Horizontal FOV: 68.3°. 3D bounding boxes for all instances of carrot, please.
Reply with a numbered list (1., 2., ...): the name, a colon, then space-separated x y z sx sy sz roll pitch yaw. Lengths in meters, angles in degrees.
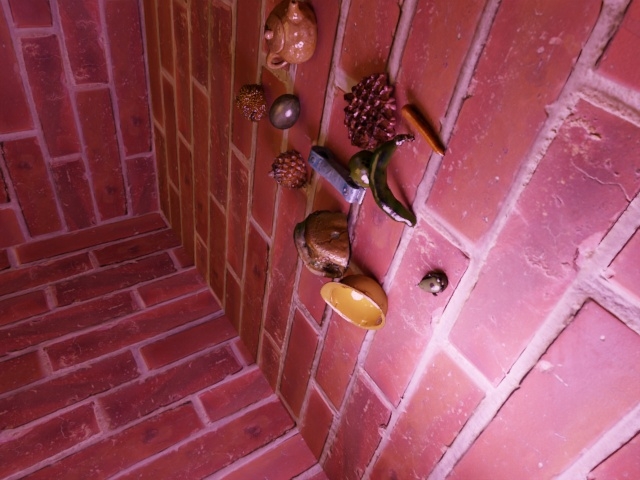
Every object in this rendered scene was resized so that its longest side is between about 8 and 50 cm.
1. carrot: 0.285 -0.304 1.302 0.190 0.037 0.037 58 147 20

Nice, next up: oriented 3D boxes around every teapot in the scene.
1. teapot: -0.124 -0.703 1.619 0.203 0.167 0.311 65 149 11

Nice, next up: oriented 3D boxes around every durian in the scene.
1. durian: -0.291 -0.582 1.995 0.158 0.137 0.168 81 165 -57

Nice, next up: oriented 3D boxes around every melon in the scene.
1. melon: -0.137 -0.489 1.810 0.114 0.114 0.167 63 146 14

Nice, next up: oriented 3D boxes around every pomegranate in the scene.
1. pomegranate: 0.157 -0.237 1.481 0.161 0.122 0.122 -38 71 30

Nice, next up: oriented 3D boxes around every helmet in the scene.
1. helmet: 0.143 0.192 1.683 0.257 0.140 0.205 37 143 0

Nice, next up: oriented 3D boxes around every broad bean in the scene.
1. broad bean: 0.215 -0.172 1.416 0.144 0.049 0.291 -1 109 14

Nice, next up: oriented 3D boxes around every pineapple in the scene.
1. pineapple: -0.153 -0.278 1.924 0.176 0.137 0.161 48 142 36

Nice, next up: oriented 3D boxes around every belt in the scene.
1. belt: 0.058 -0.236 1.662 0.302 0.087 0.072 48 130 33

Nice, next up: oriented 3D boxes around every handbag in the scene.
1. handbag: 0.340 0.134 1.438 0.111 0.047 0.072 -15 92 57

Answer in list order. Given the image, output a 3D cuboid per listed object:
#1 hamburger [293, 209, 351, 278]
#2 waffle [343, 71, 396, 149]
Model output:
1. hamburger: 0.000 0.000 1.720 0.167 0.193 0.287 105 166 -51
2. waffle: 0.147 -0.391 1.449 0.234 0.056 0.221 -11 88 55
